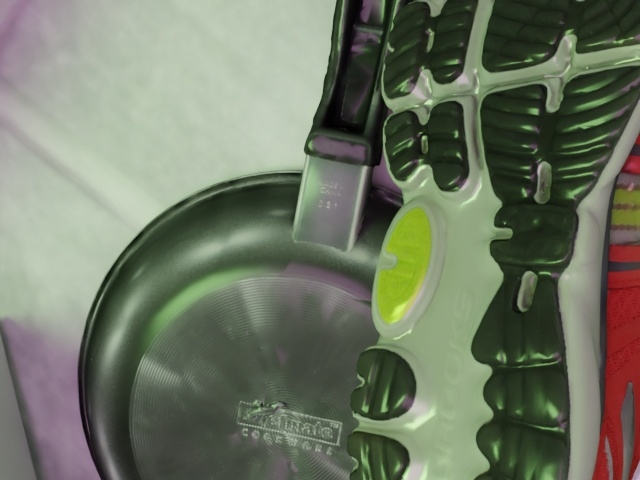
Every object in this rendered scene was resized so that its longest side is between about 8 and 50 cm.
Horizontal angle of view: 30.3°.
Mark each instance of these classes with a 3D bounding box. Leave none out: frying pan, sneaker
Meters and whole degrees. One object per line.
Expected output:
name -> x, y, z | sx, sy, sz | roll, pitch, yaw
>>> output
frying pan -> 0.024, 0.018, 0.466 | 0.197, 0.053, 0.326 | 33, 106, 1
sneaker -> 0.084, -0.008, 0.423 | 0.107, 0.118, 0.279 | 9, 81, 37

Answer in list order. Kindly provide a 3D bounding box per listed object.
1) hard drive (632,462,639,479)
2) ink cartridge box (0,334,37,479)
hard drive -> 0.265, 0.112, 0.434 | 0.307, 0.040, 0.203 | 28, 104, 5
ink cartridge box -> -0.267, 0.165, 0.461 | 0.270, 0.197, 0.198 | -13, 92, 14
